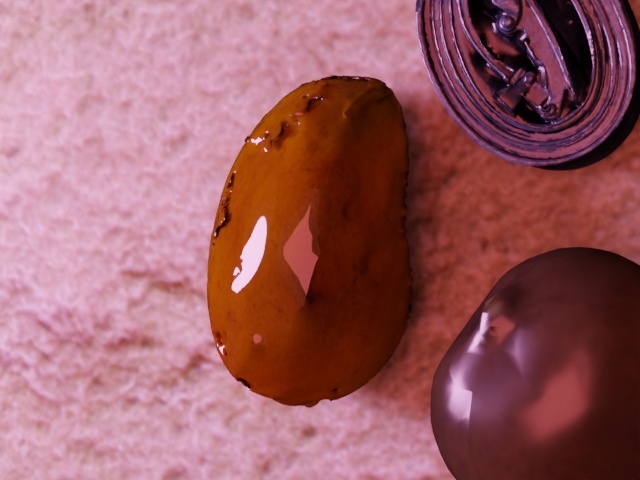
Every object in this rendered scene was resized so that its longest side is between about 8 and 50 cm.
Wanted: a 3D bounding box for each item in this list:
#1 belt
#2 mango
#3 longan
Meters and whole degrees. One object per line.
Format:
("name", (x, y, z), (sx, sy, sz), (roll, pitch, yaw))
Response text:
("belt", (0.146, -0.141, 0.970), (0.141, 0.082, 0.190), (-26, 81, 17))
("mango", (0.000, 0.000, 1.017), (0.156, 0.151, 0.249), (14, 90, -7))
("longan", (0.163, 0.099, 0.915), (0.189, 0.189, 0.189), (0, 90, 25))
